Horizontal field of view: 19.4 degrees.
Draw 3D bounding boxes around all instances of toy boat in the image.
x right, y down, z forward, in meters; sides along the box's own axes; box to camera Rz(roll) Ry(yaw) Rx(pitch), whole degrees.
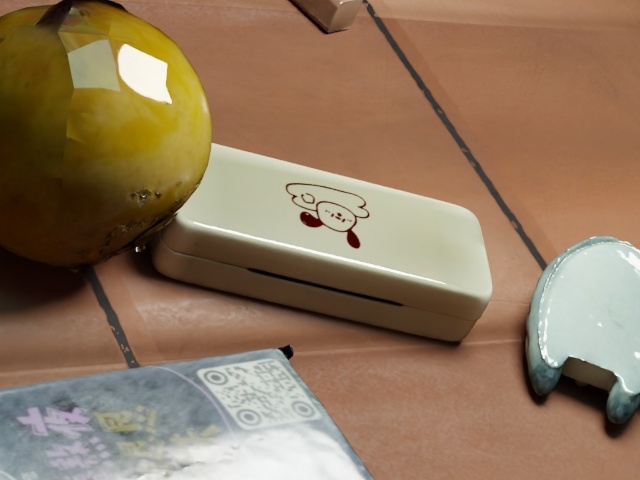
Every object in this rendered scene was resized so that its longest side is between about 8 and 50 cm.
[{"bbox_3d":[0.260,0.087,1.793,0.134,0.079,0.207,17,47,0],"label":"toy boat"}]

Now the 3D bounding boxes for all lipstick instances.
[{"bbox_3d":[-0.020,-0.293,2.090,0.045,0.045,0.145,-17,53,-46],"label":"lipstick"}]

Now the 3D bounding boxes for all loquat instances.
[{"bbox_3d":[-0.208,-0.091,1.577,0.235,0.235,0.235,17,37,-13],"label":"loquat"}]

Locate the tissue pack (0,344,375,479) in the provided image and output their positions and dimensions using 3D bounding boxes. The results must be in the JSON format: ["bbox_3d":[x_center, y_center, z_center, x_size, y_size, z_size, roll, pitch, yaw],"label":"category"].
[{"bbox_3d":[-0.126,0.207,1.361,0.361,0.122,0.259,-9,47,-36],"label":"tissue pack"}]

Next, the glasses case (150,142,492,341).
[{"bbox_3d":[0.000,0.000,1.724,0.313,0.070,0.131,14,38,-17],"label":"glasses case"}]
